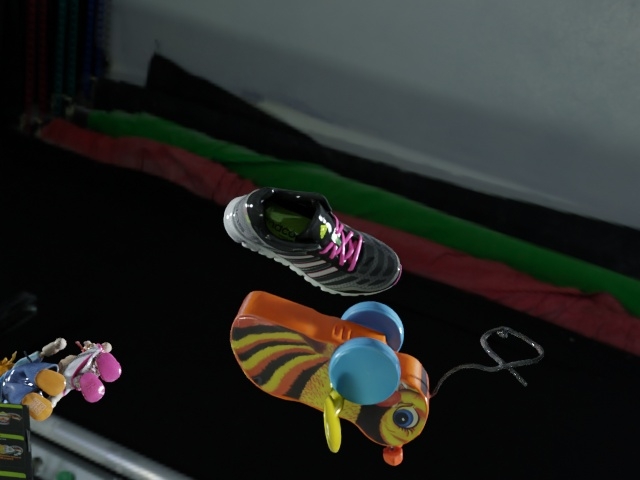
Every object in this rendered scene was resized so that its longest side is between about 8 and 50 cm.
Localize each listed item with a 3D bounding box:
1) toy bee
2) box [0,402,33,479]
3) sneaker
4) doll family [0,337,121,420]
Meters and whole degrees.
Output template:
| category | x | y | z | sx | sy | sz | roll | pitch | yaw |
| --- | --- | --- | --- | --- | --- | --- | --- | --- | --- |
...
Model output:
| category | x | y | z | sx | sy | sz | roll | pitch | yaw |
| --- | --- | --- | --- | --- | --- | --- | --- | --- | --- |
| toy bee | 0.049 | 0.158 | 0.785 | 0.298 | 0.162 | 0.195 | 19 | -154 | 24 |
| box | -0.287 | 0.158 | 0.491 | 0.191 | 0.045 | 0.184 | 11 | -170 | -26 |
| sneaker | 0.000 | 0.000 | 0.672 | 0.171 | 0.063 | 0.075 | 25 | 160 | -11 |
| doll family | -0.358 | 0.189 | 0.866 | 0.163 | 0.118 | 0.263 | -8 | -141 | 53 |
